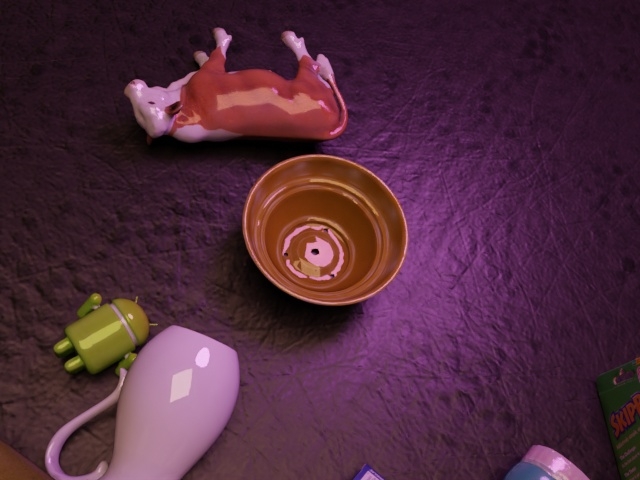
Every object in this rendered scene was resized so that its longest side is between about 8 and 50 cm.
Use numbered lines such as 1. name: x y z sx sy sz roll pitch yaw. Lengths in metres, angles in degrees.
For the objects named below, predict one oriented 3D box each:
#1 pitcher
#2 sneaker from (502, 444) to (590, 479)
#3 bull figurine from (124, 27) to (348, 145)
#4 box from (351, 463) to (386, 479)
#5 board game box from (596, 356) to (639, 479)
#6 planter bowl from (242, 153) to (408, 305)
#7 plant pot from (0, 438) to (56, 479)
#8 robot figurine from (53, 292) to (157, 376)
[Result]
1. pitcher: -0.196 0.196 0.755 0.178 0.125 0.207 20 73 11
2. sneaker: 0.326 0.389 0.779 0.121 0.108 0.302 -38 69 -24
3. bull figurine: -0.116 -0.211 0.973 0.311 0.101 0.188 5 62 -9
4. box: 0.045 0.344 0.702 0.136 0.036 0.225 36 29 17
5. board game box: 0.418 0.280 0.835 0.039 0.124 0.259 -2 65 -14
6. planter bowl: 0.000 0.000 0.901 0.217 0.090 0.217 5 63 -10
7. plant pot: -0.317 0.330 0.551 0.366 0.366 0.353 -37 66 -25
8. robot figurine: -0.256 0.114 0.803 0.115 0.067 0.101 -33 81 -24
